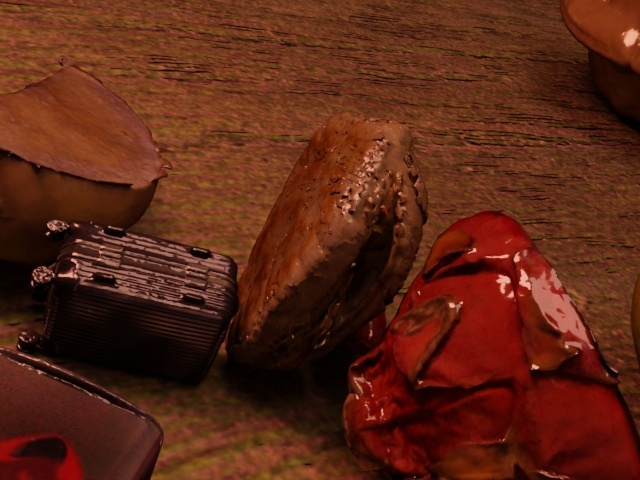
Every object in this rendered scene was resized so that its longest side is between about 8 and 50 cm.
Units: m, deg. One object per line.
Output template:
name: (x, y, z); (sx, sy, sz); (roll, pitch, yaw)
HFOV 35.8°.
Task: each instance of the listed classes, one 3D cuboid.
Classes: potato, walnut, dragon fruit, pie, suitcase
potato: (-0.185, -0.045, 0.701); (0.138, 0.098, 0.243); (30, 18, 0)
walnut: (0.521, -0.326, 1.349); (0.383, 0.384, 0.383); (16, 30, -10)
dragon fruit: (0.092, 0.104, 0.600); (0.148, 0.218, 0.224); (-27, 30, 2)
pie: (0.000, 0.000, 0.657); (0.079, 0.193, 0.163); (23, 34, -24)
suitcase: (-0.116, 0.040, 0.618); (0.126, 0.086, 0.059); (14, 46, -13)

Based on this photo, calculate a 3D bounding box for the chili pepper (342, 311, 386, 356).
chili pepper: (0.026, 0.009, 0.774); (0.063, 0.071, 0.272); (14, 33, -5)

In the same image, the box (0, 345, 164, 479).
box: (-0.164, 0.146, 0.434); (0.120, 0.069, 0.224); (24, 31, 4)

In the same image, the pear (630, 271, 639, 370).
pear: (0.363, 0.069, 0.732); (0.253, 0.253, 0.307); (36, 26, 23)
